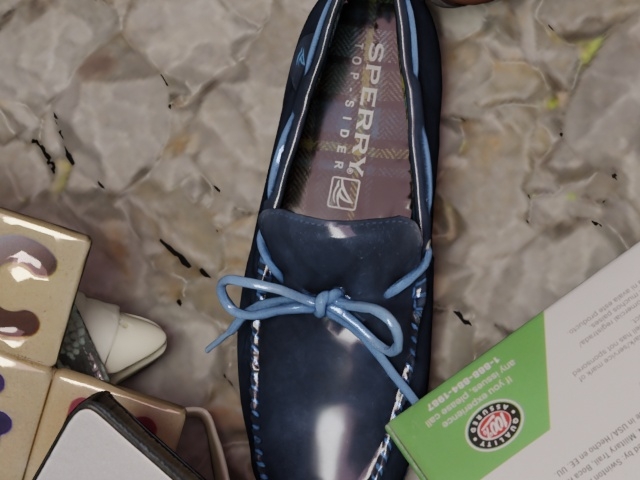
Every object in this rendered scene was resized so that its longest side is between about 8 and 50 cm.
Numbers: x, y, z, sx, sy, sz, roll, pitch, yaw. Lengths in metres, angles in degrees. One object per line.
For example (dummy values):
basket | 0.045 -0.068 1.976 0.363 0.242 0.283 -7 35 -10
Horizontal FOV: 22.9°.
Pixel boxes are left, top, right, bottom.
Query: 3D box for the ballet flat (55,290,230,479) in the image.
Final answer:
ballet flat | -0.091 0.086 0.711 0.079 0.077 0.221 -28 83 -17

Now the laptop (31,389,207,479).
laptop | -0.087 0.343 0.513 0.382 0.236 0.408 38 114 16

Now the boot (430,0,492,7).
boot | 0.192 -0.180 0.637 0.264 0.096 0.280 -48 40 -13

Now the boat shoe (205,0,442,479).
boat shoe | 0.000 0.000 0.699 0.109 0.089 0.258 -1 80 6

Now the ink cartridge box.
ink cartridge box | 0.154 0.121 0.620 0.160 0.092 0.219 -35 55 0

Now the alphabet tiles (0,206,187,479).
alphabet tiles | -0.224 0.132 0.667 0.285 0.011 0.343 18 102 -1
